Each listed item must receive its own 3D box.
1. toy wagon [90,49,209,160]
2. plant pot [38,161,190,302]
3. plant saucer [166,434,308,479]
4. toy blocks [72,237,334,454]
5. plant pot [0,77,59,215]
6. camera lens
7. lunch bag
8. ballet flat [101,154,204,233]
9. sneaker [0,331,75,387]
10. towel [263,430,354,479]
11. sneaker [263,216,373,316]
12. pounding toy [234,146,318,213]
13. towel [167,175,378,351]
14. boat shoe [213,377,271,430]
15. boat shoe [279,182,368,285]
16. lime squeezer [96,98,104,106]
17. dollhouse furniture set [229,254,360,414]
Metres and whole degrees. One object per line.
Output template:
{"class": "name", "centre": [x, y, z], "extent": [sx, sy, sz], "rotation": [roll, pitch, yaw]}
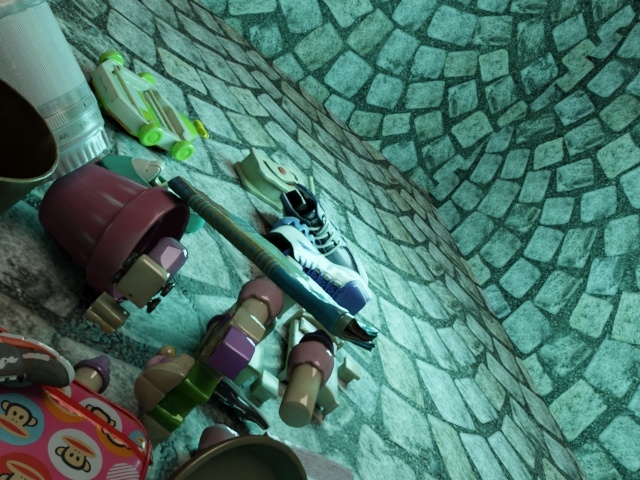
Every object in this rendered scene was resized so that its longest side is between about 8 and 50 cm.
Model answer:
{"class": "toy wagon", "centre": [-0.401, -0.308, 1.547], "extent": [0.267, 0.068, 0.344], "rotation": [58, 14, 24]}
{"class": "plant pot", "centre": [-0.343, -0.028, 1.032], "extent": [0.180, 0.201, 0.201], "rotation": [34, 19, 6]}
{"class": "plant saucer", "centre": [-0.119, 0.359, 0.738], "extent": [0.041, 0.278, 0.277], "rotation": [9, -11, 42]}
{"class": "toy blocks", "centre": [-0.166, 0.150, 0.913], "extent": [0.309, 0.288, 0.260], "rotation": [42, 25, -9]}
{"class": "plant pot", "centre": [-0.477, -0.076, 0.760], "extent": [0.215, 0.230, 0.215], "rotation": [41, 21, -19]}
{"class": "camera lens", "centre": [-0.474, -0.233, 0.954], "extent": [0.219, 0.219, 0.275], "rotation": [-88, 161, -62]}
{"class": "lunch bag", "centre": [-0.332, 0.223, 0.689], "extent": [0.293, 0.120, 0.258], "rotation": [40, 17, -16]}
{"class": "ballet flat", "centre": [-0.335, -0.117, 1.329], "extent": [0.247, 0.087, 0.083], "rotation": [40, 22, -20]}
{"class": "sneaker", "centre": [-0.332, 0.128, 0.641], "extent": [0.157, 0.061, 0.065], "rotation": [30, 47, -25]}
{"class": "towel", "centre": [0.001, 0.484, 1.001], "extent": [0.237, 0.037, 0.329], "rotation": [36, 25, -34]}
{"class": "sneaker", "centre": [-0.036, 0.083, 1.548], "extent": [0.315, 0.127, 0.182], "rotation": [44, 23, 8]}
{"class": "pounding toy", "centre": [-0.099, -0.187, 1.834], "extent": [0.269, 0.154, 0.154], "rotation": [34, 29, -34]}
{"class": "towel", "centre": [-0.066, 0.041, 1.044], "extent": [0.370, 0.040, 0.271], "rotation": [40, -1, 20]}
{"class": "boat shoe", "centre": [-0.136, 0.284, 1.077], "extent": [0.125, 0.038, 0.046], "rotation": [49, -22, -13]}
{"class": "boat shoe", "centre": [0.000, 0.000, 1.674], "extent": [0.340, 0.127, 0.158], "rotation": [48, -13, 24]}
{"class": "lime squeezer", "centre": [-0.557, -0.314, 1.316], "extent": [0.109, 0.059, 0.310], "rotation": [22, 2, 37]}
{"class": "dollhouse furniture set", "centre": [0.001, 0.223, 1.270], "extent": [0.355, 0.173, 0.303], "rotation": [40, 22, -19]}
